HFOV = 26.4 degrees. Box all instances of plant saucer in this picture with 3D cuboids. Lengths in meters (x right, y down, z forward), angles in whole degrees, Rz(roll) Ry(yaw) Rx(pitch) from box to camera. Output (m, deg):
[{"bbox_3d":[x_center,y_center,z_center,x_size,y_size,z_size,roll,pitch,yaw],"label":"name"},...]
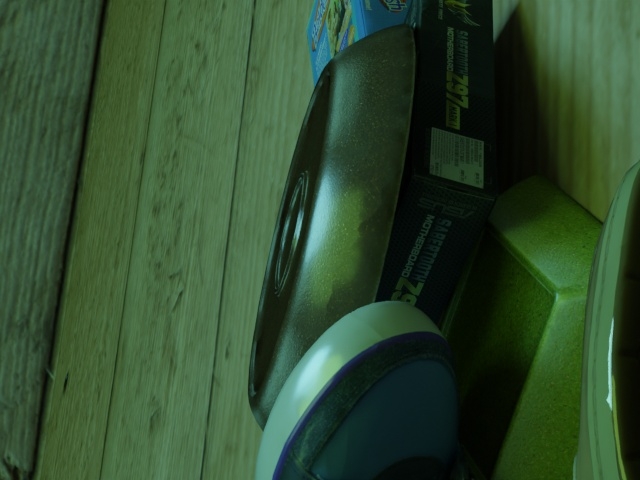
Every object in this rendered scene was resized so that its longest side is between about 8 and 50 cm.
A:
[{"bbox_3d":[0.116,0.069,0.820,0.188,0.045,0.188,-124,48,-65],"label":"plant saucer"},{"bbox_3d":[0.000,0.000,0.929,0.310,0.050,0.311,-167,90,-83],"label":"plant saucer"}]

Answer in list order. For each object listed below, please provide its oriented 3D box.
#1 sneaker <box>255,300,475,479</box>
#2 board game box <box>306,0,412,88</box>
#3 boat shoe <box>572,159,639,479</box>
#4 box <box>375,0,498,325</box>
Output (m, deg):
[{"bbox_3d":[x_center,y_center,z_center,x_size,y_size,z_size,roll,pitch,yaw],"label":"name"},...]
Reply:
[{"bbox_3d":[0.061,0.223,0.739,0.236,0.130,0.323,40,124,46],"label":"sneaker"},{"bbox_3d":[0.034,-0.159,1.146,0.160,0.047,0.210,109,159,-51],"label":"board game box"},{"bbox_3d":[0.139,0.128,0.539,0.110,0.121,0.341,141,136,-61],"label":"boat shoe"},{"bbox_3d":[0.065,-0.044,0.937,0.233,0.059,0.183,-82,10,-48],"label":"box"}]
